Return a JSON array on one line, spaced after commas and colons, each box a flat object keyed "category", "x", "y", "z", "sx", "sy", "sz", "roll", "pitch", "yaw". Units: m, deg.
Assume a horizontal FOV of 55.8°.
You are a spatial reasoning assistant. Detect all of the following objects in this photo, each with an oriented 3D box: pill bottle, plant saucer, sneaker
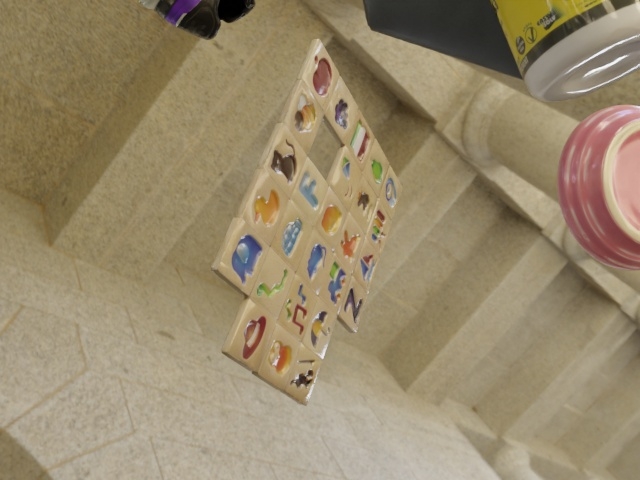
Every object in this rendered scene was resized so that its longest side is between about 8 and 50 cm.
[{"category": "pill bottle", "x": 0.297, "y": -0.363, "z": 0.762, "sx": 0.187, "sy": 0.334, "sz": 0.188, "roll": -17, "pitch": -11, "yaw": -4}, {"category": "plant saucer", "x": 0.626, "y": -0.108, "z": 1.183, "sx": 0.331, "sy": 0.084, "sz": 0.333, "roll": 1, "pitch": -94, "yaw": -17}, {"category": "sneaker", "x": -0.160, "y": -0.418, "z": 0.943, "sx": 0.146, "sy": 0.294, "sz": 0.102, "roll": 33, "pitch": -34, "yaw": -22}]

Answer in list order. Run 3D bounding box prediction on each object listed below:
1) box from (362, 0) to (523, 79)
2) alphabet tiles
[{"category": "box", "x": 0.396, "y": -0.624, "z": 1.233, "sx": 0.472, "sy": 0.479, "sz": 0.297, "roll": -53, "pitch": -29, "yaw": -16}, {"category": "alphabet tiles", "x": 0.000, "y": 0.000, "z": 0.480, "sx": 0.198, "sy": 0.009, "sz": 0.237, "roll": 50, "pitch": -126, "yaw": -49}]
